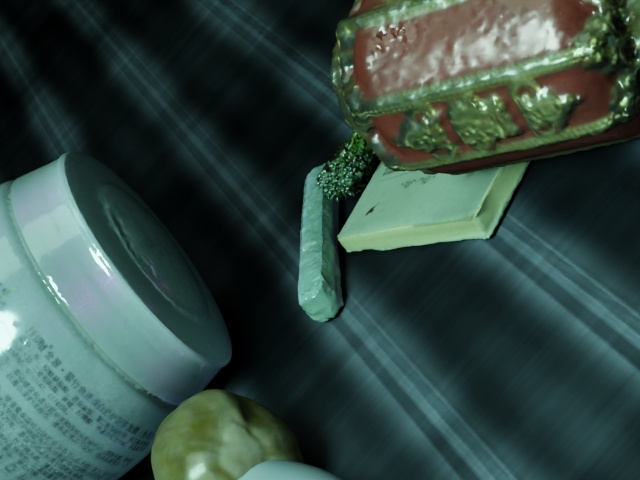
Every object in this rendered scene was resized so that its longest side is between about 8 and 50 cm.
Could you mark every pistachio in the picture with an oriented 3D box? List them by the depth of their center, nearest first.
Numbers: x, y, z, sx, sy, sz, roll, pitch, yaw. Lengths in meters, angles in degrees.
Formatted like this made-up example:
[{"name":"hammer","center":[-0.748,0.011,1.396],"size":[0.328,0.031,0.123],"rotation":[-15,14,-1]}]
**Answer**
[{"name":"pistachio","center":[-0.074,0.172,1.359],"size":[0.108,0.126,0.185],"rotation":[-10,15,-15]}]

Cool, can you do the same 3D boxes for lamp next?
[{"name":"lamp","center":[0.141,-0.137,1.310],"size":[0.274,0.177,0.177],"rotation":[-8,45,36]}]

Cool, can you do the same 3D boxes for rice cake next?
[{"name":"rice cake","center":[0.000,-0.001,1.553],"size":[0.033,0.033,0.208],"rotation":[-29,29,18]}]

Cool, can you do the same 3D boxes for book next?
[{"name":"book","center":[0.135,-0.117,1.498],"size":[0.201,0.026,0.289],"rotation":[-7,49,57]}]

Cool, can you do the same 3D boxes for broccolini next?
[{"name":"broccolini","center":[0.077,-0.131,1.610],"size":[0.071,0.057,0.254],"rotation":[10,53,42]}]

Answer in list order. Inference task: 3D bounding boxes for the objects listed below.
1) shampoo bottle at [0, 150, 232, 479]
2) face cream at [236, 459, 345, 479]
[{"name":"shampoo bottle","center":[-0.237,0.082,1.545],"size":[0.266,0.273,0.273],"rotation":[-37,26,7]},{"name":"face cream","center":[-0.017,0.198,1.233],"size":[0.095,0.091,0.091],"rotation":[-3,51,47]}]
